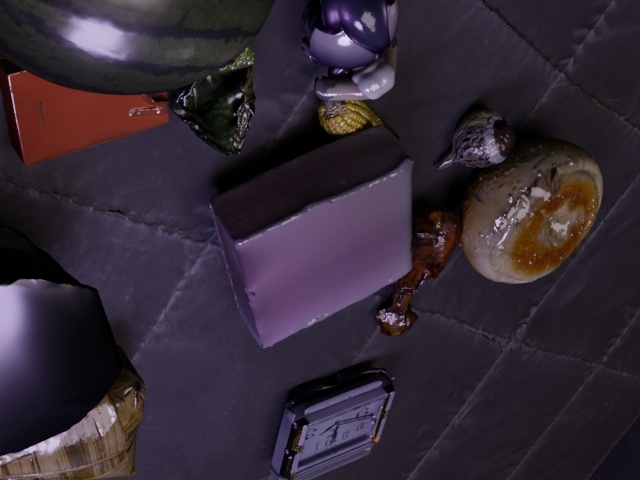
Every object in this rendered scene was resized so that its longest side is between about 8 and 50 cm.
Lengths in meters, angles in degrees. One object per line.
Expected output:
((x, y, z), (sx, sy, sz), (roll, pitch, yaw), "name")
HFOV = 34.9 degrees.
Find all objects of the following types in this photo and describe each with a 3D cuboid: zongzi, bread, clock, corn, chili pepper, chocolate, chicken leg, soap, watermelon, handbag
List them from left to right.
((-0.399, 0.100, 1.206), (0.284, 0.186, 0.283), (-18, 134, -19), "chocolate")
((-0.387, 0.307, 1.468), (0.286, 0.134, 0.288), (-18, 143, -23), "zongzi")
((-0.269, -0.174, 1.182), (0.190, 0.063, 0.127), (-21, 136, -26), "handbag")
((-0.204, -0.280, 0.967), (0.359, 0.279, 0.279), (-1, 125, -41), "watermelon")
((-0.126, -0.229, 1.221), (0.116, 0.148, 0.264), (1, 129, -13), "chili pepper")
((0.000, 0.000, 1.509), (0.285, 0.107, 0.296), (-24, 147, -13), "soap")
((0.021, 0.345, 1.924), (0.253, 0.083, 0.186), (-14, 133, -35), "clock")
((0.064, -0.160, 1.510), (0.072, 0.072, 0.203), (-50, 145, 4), "corn")
((0.160, 0.057, 1.801), (0.113, 0.093, 0.304), (0, 134, -23), "chicken leg")
((0.368, -0.060, 1.822), (0.306, 0.159, 0.305), (-26, 142, -22), "bread")

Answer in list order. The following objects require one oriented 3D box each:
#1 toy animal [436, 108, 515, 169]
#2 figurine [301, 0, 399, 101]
((0.261, -0.153, 1.685), (0.137, 0.098, 0.098), (-50, 143, 5), "toy animal")
((0.042, -0.271, 1.326), (0.145, 0.145, 0.222), (-38, 146, -11), "figurine")
